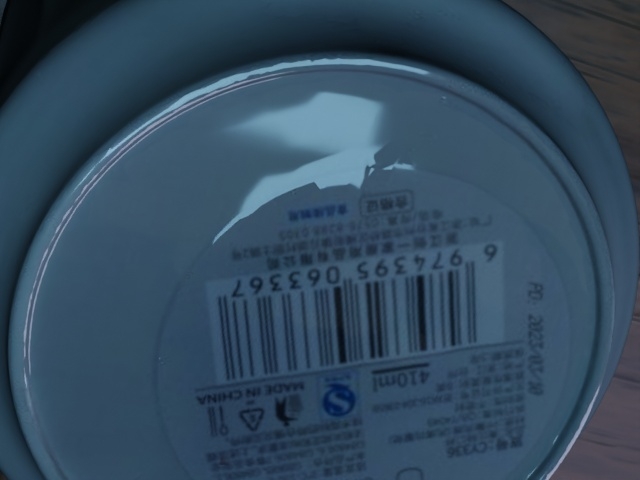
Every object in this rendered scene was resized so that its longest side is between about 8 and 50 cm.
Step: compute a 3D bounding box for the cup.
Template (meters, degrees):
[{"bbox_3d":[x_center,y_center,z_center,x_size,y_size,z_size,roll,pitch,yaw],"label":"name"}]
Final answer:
[{"bbox_3d":[0.000,0.000,0.568,0.237,0.327,0.323,-44,114,8],"label":"cup"}]
